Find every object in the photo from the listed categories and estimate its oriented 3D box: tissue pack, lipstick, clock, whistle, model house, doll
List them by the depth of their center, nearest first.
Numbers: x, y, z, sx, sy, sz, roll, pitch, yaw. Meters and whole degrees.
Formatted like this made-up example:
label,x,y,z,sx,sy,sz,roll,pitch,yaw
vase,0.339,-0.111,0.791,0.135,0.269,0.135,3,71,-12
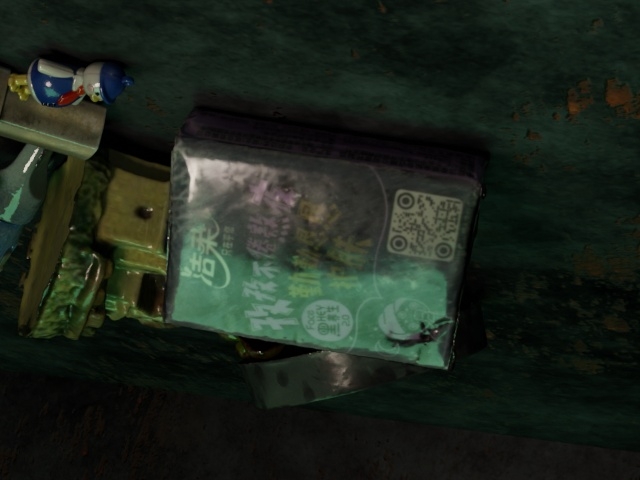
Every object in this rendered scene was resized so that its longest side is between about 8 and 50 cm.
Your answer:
label,x,y,z,sx,sy,sz,roll,pitch,yaw
doll,-0.273,-0.175,1.598,0.142,0.058,0.099,0,160,15
lipstick,-0.377,-0.160,1.664,0.252,0.077,0.079,18,162,-21
tissue pack,0.000,0.000,1.682,0.361,0.259,0.122,9,-154,5
whistle,-0.422,-0.039,1.882,0.093,0.269,0.180,38,-155,4
model house,-0.240,0.028,1.900,0.266,0.261,0.321,13,169,-19
clock,0.067,0.172,2.191,0.386,0.076,0.386,-15,180,0

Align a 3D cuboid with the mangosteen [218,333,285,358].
label,x,y,z,sx,sy,sz,roll,pitch,yaw
mangosteen,-0.087,0.079,2.095,0.172,0.184,0.172,-11,180,0
